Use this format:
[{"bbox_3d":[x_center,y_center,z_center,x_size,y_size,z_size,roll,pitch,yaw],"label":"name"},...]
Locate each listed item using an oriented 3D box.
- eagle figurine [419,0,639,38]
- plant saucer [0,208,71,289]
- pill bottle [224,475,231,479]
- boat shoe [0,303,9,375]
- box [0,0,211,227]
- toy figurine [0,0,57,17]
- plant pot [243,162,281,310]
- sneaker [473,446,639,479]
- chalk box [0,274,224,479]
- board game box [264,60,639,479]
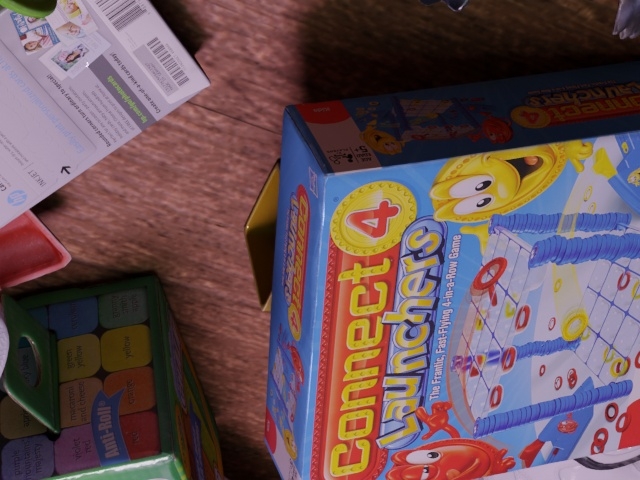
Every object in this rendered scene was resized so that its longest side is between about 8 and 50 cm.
[{"bbox_3d":[0.175,-0.239,0.933,0.226,0.225,0.298,52,157,-4],"label":"eagle figurine"},{"bbox_3d":[-0.348,-0.030,1.169,0.259,0.047,0.258,-19,140,14],"label":"plant saucer"},{"bbox_3d":[-0.076,0.350,1.562,0.188,0.188,0.334,-24,138,19],"label":"pill bottle"},{"bbox_3d":[-0.306,0.155,1.193,0.109,0.094,0.302,28,100,-20],"label":"boat shoe"},{"bbox_3d":[-0.184,-0.101,1.076,0.186,0.038,0.145,-35,137,3],"label":"box"},{"bbox_3d":[-0.159,-0.239,0.925,0.159,0.130,0.173,-41,107,16],"label":"toy figurine"},{"bbox_3d":[0.000,0.000,1.242,0.083,0.081,0.081,4,140,-23],"label":"plant pot"},{"bbox_3d":[0.289,0.207,1.499,0.366,0.137,0.210,21,133,-24],"label":"sneaker"},{"bbox_3d":[-0.186,0.153,1.312,0.179,0.180,0.289,-11,142,2],"label":"chalk box"},{"bbox_3d":[0.120,0.034,1.198,0.302,0.086,0.308,-9,128,-17],"label":"board game box"}]
